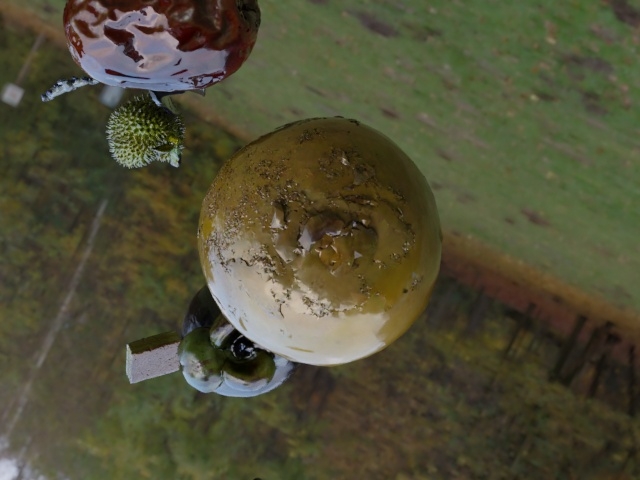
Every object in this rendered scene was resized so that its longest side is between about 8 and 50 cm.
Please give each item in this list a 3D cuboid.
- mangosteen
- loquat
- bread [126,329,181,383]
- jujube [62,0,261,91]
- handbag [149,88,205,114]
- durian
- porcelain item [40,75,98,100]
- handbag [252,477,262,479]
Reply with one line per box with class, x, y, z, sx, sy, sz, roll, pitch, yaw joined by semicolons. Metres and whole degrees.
mangosteen;-0.124;0.158;1.851;0.243;0.243;0.243;27;180;0
loquat;0.000;0.000;1.050;0.235;0.235;0.235;27;180;0
bread;-0.295;0.206;2.003;0.094;0.090;0.035;-14;-130;-21
jujube;-0.200;-0.283;1.468;0.243;0.183;0.183;-7;174;11
handbag;-0.320;-0.381;2.037;0.303;0.122;0.329;54;177;-2
durian;-0.351;-0.221;2.262;0.159;0.146;0.198;-8;-166;1
porcelain item;-0.559;-0.343;2.497;0.075;0.136;0.021;38;-148;-84
handbag;-0.129;0.402;1.663;0.072;0.139;0.115;44;-163;23
